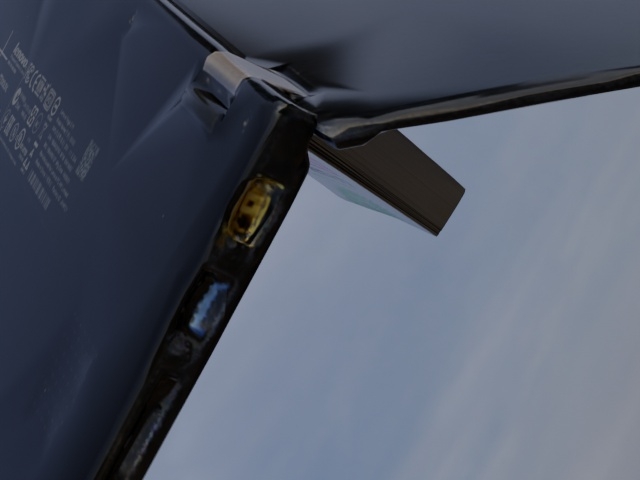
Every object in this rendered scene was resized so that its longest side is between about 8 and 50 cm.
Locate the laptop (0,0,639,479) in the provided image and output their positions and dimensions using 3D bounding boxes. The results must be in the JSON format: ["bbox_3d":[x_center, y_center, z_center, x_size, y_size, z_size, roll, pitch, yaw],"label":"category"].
[{"bbox_3d":[0.000,0.000,0.615,0.236,0.382,0.408,24,-81,-24],"label":"laptop"}]

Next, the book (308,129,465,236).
[{"bbox_3d":[-0.019,-0.057,0.716,0.144,0.096,0.035,34,-96,-30],"label":"book"}]
